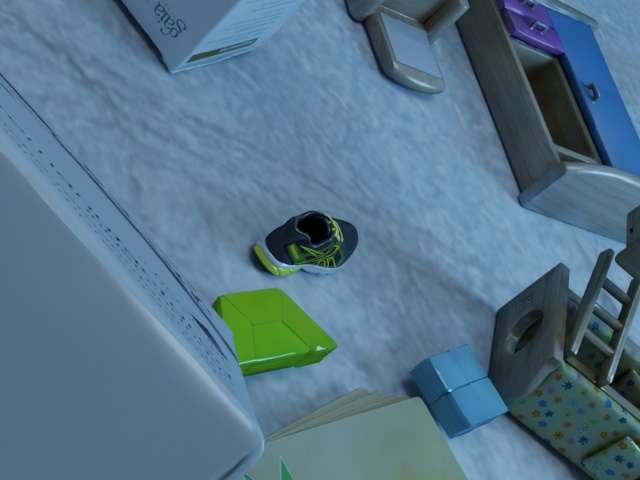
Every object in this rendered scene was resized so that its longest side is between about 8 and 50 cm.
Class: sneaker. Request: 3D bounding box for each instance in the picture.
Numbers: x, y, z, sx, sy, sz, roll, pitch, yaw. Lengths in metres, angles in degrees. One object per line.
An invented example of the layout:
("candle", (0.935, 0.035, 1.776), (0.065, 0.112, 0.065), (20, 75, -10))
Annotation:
("sneaker", (0.000, 0.000, 0.860), (0.083, 0.035, 0.031), (-15, 70, -54))

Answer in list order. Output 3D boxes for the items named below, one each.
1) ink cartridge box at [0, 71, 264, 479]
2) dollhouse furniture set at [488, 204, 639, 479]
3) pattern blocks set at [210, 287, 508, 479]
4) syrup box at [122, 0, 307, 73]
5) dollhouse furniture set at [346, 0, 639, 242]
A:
("ink cartridge box", (-0.138, 0.001, 0.470), (0.223, 0.129, 0.307), (48, -3, -4))
("dollhouse furniture set", (0.220, 0.084, 0.922), (0.182, 0.161, 0.101), (38, 35, -16))
("pattern blocks set", (0.022, 0.150, 0.745), (0.324, 0.026, 0.285), (2, 56, -48))
("syrup box", (-0.017, -0.203, 0.858), (0.093, 0.237, 0.096), (55, 37, 7))
("dollhouse furniture set", (0.227, -0.182, 1.066), (0.286, 0.303, 0.198), (16, 45, -41))
